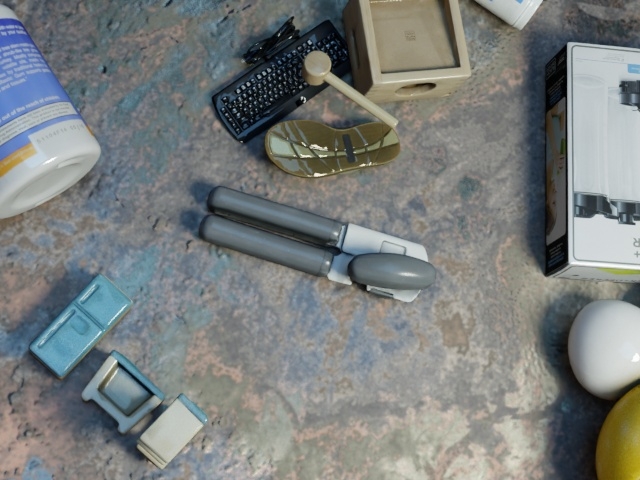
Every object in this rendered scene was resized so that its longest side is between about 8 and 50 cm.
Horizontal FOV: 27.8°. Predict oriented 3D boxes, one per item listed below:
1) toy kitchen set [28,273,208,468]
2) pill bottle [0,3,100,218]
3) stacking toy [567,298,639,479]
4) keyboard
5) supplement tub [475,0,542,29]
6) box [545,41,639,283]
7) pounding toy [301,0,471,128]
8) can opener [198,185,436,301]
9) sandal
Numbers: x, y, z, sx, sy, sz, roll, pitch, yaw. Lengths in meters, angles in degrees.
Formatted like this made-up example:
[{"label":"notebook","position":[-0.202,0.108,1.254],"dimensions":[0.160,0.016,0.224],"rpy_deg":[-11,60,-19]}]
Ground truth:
[{"label":"toy kitchen set","position":[-0.208,0.138,1.434],"dimensions":[0.207,0.166,0.122],"rpy_deg":[42,74,0]},{"label":"pill bottle","position":[-0.383,-0.175,1.480],"dimensions":[0.152,0.152,0.272],"rpy_deg":[-31,85,-15]},{"label":"stacking toy","position":[0.438,0.275,1.498],"dimensions":[0.351,0.350,0.480],"rpy_deg":[-20,63,-14]},{"label":"keyboard","position":[-0.051,-0.211,1.608],"dimensions":[0.192,0.038,0.100],"rpy_deg":[-37,86,-17]},{"label":"supplement tub","position":[0.233,-0.328,1.669],"dimensions":[0.107,0.071,0.071],"rpy_deg":[34,74,-1]},{"label":"box","position":[0.376,-0.094,1.633],"dimensions":[0.169,0.087,0.289],"rpy_deg":[5,77,-9]},{"label":"pounding toy","position":[0.071,-0.214,1.599],"dimensions":[0.206,0.094,0.181],"rpy_deg":[-7,80,-14]},{"label":"can opener","position":[0.000,0.000,1.540],"dimensions":[0.283,0.095,0.076],"rpy_deg":[17,74,-6]},{"label":"sandal","position":[0.012,-0.112,1.596],"dimensions":[0.180,0.049,0.072],"rpy_deg":[-6,84,-26]}]
